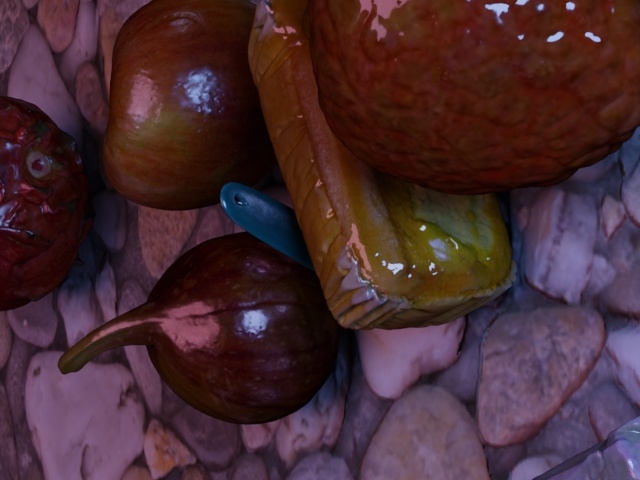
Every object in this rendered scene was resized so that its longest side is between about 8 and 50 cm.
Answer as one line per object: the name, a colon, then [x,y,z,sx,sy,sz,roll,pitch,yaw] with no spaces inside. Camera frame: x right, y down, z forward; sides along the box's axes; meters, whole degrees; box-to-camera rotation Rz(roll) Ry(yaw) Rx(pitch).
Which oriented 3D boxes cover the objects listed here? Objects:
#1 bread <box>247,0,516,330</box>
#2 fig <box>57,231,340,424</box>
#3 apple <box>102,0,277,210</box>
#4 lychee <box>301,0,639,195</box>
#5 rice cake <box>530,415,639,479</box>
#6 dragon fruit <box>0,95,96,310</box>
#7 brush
bread: [0.040,-0.063,1.376,0.119,0.153,0.288,-50,50,49]
fig: [-0.091,0.073,1.507,0.175,0.207,0.175,-21,65,55]
apple: [-0.106,-0.118,1.560,0.160,0.173,0.195,29,117,53]
lychee: [0.090,-0.158,1.225,0.300,0.255,0.255,11,100,16]
rice cake: [0.159,0.194,1.291,0.055,0.049,0.270,57,137,7]
dragon fruit: [-0.347,-0.039,1.853,0.252,0.241,0.241,18,104,39]
brush: [0.000,0.000,1.405,0.032,0.193,0.043,-20,52,39]
